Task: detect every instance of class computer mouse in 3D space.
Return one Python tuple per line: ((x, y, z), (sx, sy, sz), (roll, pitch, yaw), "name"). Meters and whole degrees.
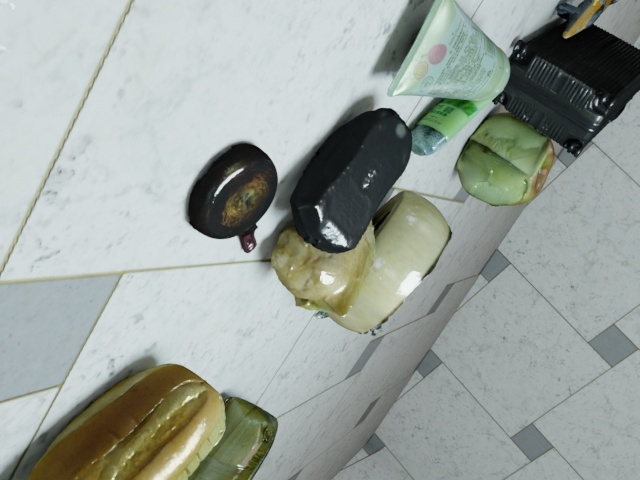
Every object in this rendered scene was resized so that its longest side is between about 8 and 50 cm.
((0.039, -0.085, 0.855), (0.217, 0.074, 0.122), (-56, 131, -17), "computer mouse")

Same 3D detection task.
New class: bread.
((-0.221, 0.244, 0.752), (0.236, 0.140, 0.106), (-42, 155, -33), "bread")

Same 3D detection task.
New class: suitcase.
((0.544, -0.342, 1.350), (0.335, 0.230, 0.152), (-35, 157, -40), "suitcase")

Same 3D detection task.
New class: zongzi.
((-0.177, 0.418, 1.187), (0.250, 0.125, 0.274), (-50, 166, -12), "zongzi")

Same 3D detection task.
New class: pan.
((-0.090, -0.027, 0.739), (0.115, 0.040, 0.212), (-41, 158, -16), "pan")

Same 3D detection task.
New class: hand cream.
((0.194, -0.257, 0.917), (0.306, 0.093, 0.147), (-11, 134, -60), "hand cream")
((0.216, -0.210, 1.072), (0.175, 0.095, 0.046), (-46, 130, -13), "hand cream")

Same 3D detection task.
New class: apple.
((0.418, -0.175, 1.426), (0.207, 0.188, 0.174), (-58, 156, 6), "apple")

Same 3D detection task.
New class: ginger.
((0.002, -0.002, 0.921), (0.122, 0.115, 0.193), (53, 48, -39), "ginger")

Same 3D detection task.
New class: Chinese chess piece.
((0.103, 0.035, 1.069), (0.257, 0.104, 0.257), (-51, -176, 5), "Chinese chess piece")

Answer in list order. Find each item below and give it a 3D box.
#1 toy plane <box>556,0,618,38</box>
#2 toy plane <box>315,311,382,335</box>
((0.589, -0.528, 1.359), (0.316, 0.103, 0.204), (-39, 155, -18), "toy plane")
((0.094, 0.130, 1.359), (0.262, 0.088, 0.192), (-22, 117, -51), "toy plane")
